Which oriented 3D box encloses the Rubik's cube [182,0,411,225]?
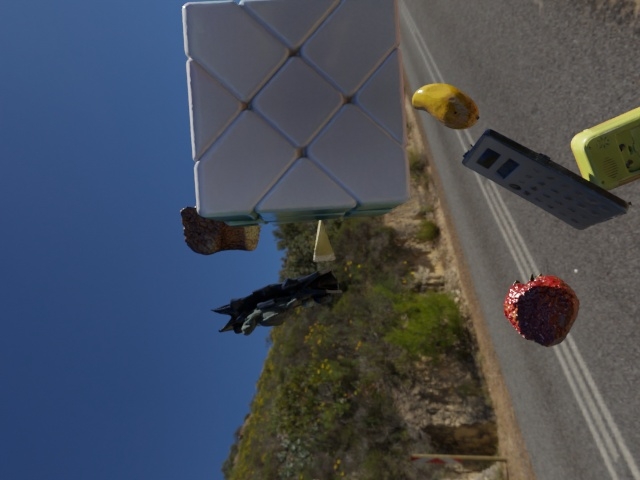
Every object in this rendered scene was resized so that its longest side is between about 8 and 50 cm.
[{"bbox_3d":[-0.038,-0.194,0.769,0.316,0.322,0.318,161,104,-89],"label":"Rubik's cube"}]

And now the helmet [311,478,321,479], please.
[{"bbox_3d":[0.001,0.527,0.773,0.107,0.177,0.153,19,91,70],"label":"helmet"}]

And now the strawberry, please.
[{"bbox_3d":[0.429,0.136,0.834,0.148,0.131,0.131,-112,7,-49],"label":"strawberry"}]

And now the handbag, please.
[{"bbox_3d":[-0.115,0.174,1.216,0.118,0.326,0.269,69,-167,8],"label":"handbag"}]

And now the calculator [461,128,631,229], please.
[{"bbox_3d":[0.380,-0.105,0.770,0.021,0.262,0.161,-58,-9,-5],"label":"calculator"}]

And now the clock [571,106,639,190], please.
[{"bbox_3d":[0.696,-0.211,0.983,0.143,0.202,0.096,63,-162,-11],"label":"clock"}]

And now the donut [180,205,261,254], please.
[{"bbox_3d":[-0.229,-0.035,1.070,0.186,0.144,0.126,-19,-67,-69],"label":"donut"}]

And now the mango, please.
[{"bbox_3d":[0.321,-0.346,1.115,0.075,0.190,0.098,-30,-37,-36],"label":"mango"}]

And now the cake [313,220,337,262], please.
[{"bbox_3d":[0.000,0.000,1.202,0.052,0.065,0.121,-131,26,-87],"label":"cake"}]
